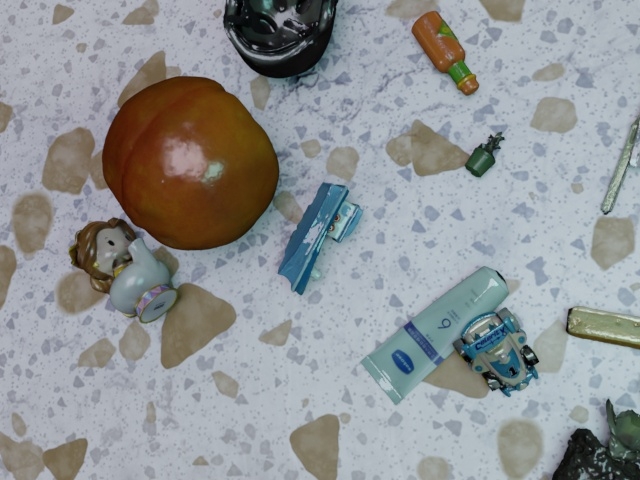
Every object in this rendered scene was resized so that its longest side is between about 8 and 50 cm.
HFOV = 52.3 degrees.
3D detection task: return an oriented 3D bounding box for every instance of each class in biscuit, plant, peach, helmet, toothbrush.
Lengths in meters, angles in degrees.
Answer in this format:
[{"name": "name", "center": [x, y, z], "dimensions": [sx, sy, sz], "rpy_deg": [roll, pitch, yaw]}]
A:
[{"name": "biscuit", "center": [0.541, 0.159, 1.168], "dimensions": [0.188, 0.052, 0.056], "rpy_deg": [11, 74, 20]}, {"name": "plant", "center": [0.488, 0.381, 1.108], "dimensions": [0.142, 0.131, 0.203], "rpy_deg": [30, 88, 20]}, {"name": "plant", "center": [0.329, -0.174, 1.280], "dimensions": [0.051, 0.051, 0.102], "rpy_deg": [37, 86, 17]}, {"name": "peach", "center": [-0.260, -0.139, 1.287], "dimensions": [0.302, 0.343, 0.343], "rpy_deg": [-41, 73, -13]}, {"name": "helmet", "center": [-0.071, -0.475, 1.367], "dimensions": [0.225, 0.177, 0.305], "rpy_deg": [15, 78, 10]}, {"name": "toothbrush", "center": [0.586, -0.187, 1.222], "dimensions": [0.026, 0.028, 0.294], "rpy_deg": [21, 95, 34]}]

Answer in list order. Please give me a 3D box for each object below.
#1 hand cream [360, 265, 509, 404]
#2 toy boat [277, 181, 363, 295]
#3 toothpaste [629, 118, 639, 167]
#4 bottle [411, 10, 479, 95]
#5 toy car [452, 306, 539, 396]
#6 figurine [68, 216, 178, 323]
[{"name": "hand cream", "center": [0.228, 0.174, 1.258], "dimensions": [0.321, 0.067, 0.109], "rpy_deg": [-44, 75, 12]}, {"name": "toy boat", "center": [0.000, 0.000, 1.318], "dimensions": [0.098, 0.109, 0.237], "rpy_deg": [29, 89, -17]}, {"name": "toothpaste", "center": [0.733, -0.152, 1.162], "dimensions": [0.323, 0.066, 0.100], "rpy_deg": [12, 96, 15]}, {"name": "bottle", "center": [0.259, -0.375, 1.322], "dimensions": [0.069, 0.069, 0.187], "rpy_deg": [-32, 77, 8]}, {"name": "toy car", "center": [0.328, 0.214, 1.181], "dimensions": [0.126, 0.098, 0.161], "rpy_deg": [-34, 91, 8]}, {"name": "figurine", "center": [-0.428, 0.057, 1.393], "dimensions": [0.263, 0.142, 0.189], "rpy_deg": [41, 116, 17]}]
